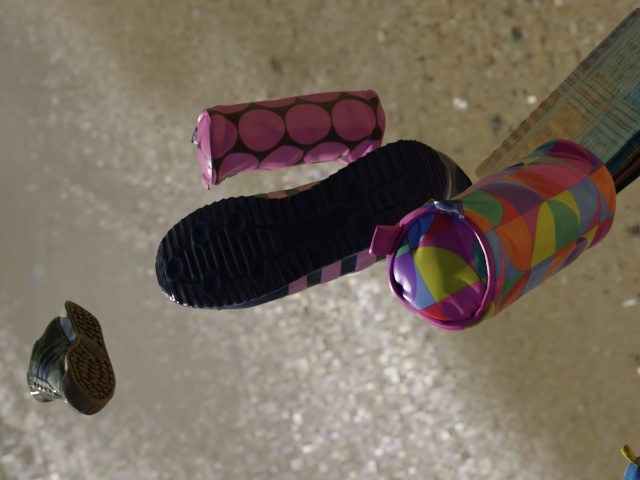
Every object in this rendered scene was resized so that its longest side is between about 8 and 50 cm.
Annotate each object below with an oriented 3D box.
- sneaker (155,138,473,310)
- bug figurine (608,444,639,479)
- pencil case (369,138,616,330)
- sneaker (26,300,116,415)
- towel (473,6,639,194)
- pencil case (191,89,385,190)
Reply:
[{"bbox_3d":[0.000,0.000,1.609,0.319,0.131,0.112,-16,75,24],"label":"sneaker"},{"bbox_3d":[0.169,0.247,1.090,0.216,0.279,0.072,43,-169,-38],"label":"bug figurine"},{"bbox_3d":[0.140,-0.010,1.305,0.104,0.236,0.104,10,109,32],"label":"pencil case"},{"bbox_3d":[-0.267,0.145,1.782,0.086,0.064,0.192,-49,26,14],"label":"sneaker"},{"bbox_3d":[0.275,-0.111,1.695,0.040,0.271,0.370,44,-171,-11],"label":"towel"},{"bbox_3d":[-0.034,-0.111,1.880,0.095,0.209,0.098,-117,25,-55],"label":"pencil case"}]
